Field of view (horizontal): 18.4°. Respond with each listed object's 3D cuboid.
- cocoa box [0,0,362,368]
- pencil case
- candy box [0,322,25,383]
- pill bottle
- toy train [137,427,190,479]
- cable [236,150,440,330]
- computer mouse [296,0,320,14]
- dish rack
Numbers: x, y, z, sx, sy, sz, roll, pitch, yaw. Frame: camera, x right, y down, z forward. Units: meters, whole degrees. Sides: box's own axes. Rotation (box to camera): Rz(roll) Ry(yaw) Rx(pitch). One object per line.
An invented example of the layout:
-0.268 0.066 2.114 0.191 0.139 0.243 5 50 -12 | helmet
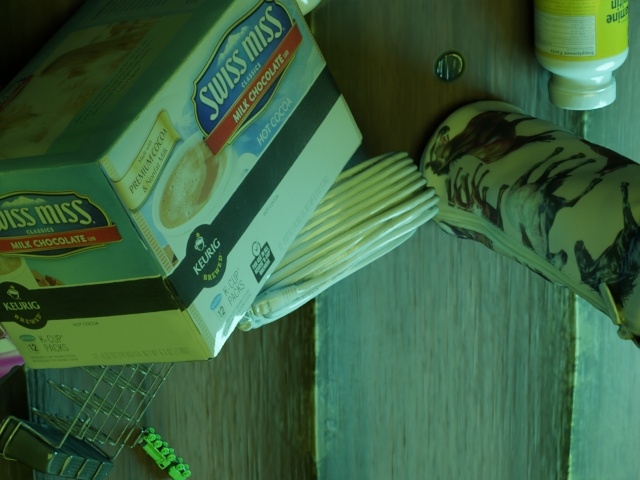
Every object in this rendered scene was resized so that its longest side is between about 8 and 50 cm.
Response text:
-0.160 -0.077 1.855 0.347 0.231 0.228 -56 130 -42 | cocoa box
0.273 -0.014 2.072 0.183 0.410 0.160 -27 126 -26 | pencil case
-0.342 0.052 1.982 0.233 0.071 0.159 -42 120 12 | candy box
0.283 -0.241 2.141 0.103 0.103 0.184 -13 116 -18 | pill bottle
-0.175 0.240 2.193 0.024 0.017 0.083 -36 121 6 | toy train
0.000 0.000 2.044 0.257 0.257 0.089 -32 86 -7 | cable
-0.077 -0.242 2.020 0.193 0.042 0.106 -22 117 -14 | computer mouse
-0.211 0.129 2.045 0.271 0.074 0.208 -58 165 -2 | dish rack
